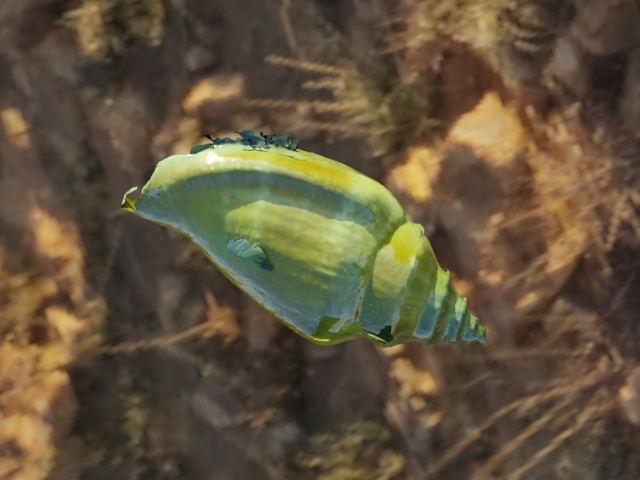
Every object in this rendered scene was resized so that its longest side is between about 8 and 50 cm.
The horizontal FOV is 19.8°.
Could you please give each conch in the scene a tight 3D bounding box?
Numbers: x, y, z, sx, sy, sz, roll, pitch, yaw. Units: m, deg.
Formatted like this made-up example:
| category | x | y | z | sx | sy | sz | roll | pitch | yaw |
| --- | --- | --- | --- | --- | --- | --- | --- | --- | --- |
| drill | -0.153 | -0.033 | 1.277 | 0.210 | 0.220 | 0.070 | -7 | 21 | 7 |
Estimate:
| category | x | y | z | sx | sy | sz | roll | pitch | yaw |
| --- | --- | --- | --- | --- | --- | --- | --- | --- | --- |
| conch | 0.001 | 0.004 | 0.983 | 0.201 | 0.079 | 0.095 | 33 | 111 | -15 |
